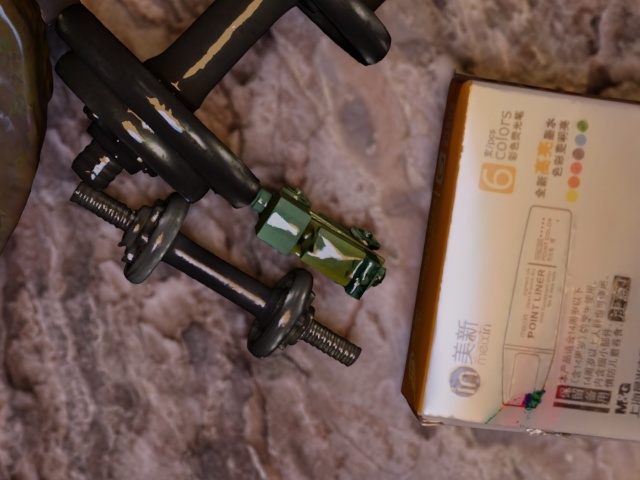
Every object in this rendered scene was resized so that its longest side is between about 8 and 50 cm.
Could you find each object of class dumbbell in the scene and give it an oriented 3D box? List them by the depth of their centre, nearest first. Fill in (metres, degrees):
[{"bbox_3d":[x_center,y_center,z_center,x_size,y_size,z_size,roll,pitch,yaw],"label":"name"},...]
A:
[{"bbox_3d":[-0.069,-0.146,1.147,0.192,0.192,0.290,44,90,-11],"label":"dumbbell"},{"bbox_3d":[-0.078,0.027,1.225,0.254,0.081,0.081,32,93,-12],"label":"dumbbell"}]

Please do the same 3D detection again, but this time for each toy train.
[{"bbox_3d":[0.000,0.000,1.233,0.122,0.081,0.050,32,96,-8],"label":"toy train"}]

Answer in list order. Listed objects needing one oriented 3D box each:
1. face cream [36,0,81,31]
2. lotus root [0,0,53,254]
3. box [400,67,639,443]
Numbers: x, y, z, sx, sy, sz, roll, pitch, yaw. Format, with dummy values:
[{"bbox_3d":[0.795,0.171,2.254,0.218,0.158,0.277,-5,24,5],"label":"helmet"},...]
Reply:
[{"bbox_3d":[-0.275,-0.274,1.161,0.073,0.073,0.283,-30,100,-2],"label":"face cream"},{"bbox_3d":[-0.373,-0.102,1.085,0.391,0.111,0.374,-20,114,13],"label":"lotus root"},{"bbox_3d":[0.189,0.017,1.252,0.221,0.091,0.273,9,97,-7],"label":"box"}]
